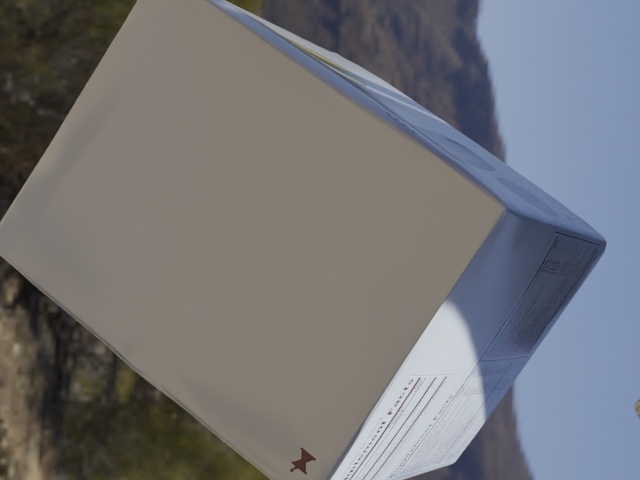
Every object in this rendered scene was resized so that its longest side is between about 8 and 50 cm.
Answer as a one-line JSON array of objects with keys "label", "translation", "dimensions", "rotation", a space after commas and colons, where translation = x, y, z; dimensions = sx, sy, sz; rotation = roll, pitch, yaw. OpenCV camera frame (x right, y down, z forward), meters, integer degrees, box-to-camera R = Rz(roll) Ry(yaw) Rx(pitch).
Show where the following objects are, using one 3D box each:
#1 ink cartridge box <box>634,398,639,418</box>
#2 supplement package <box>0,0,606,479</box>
[{"label": "ink cartridge box", "translation": [0.425, 0.024, 0.968], "dimensions": [0.071, 0.330, 0.324], "rotation": [61, -37, 12]}, {"label": "supplement package", "translation": [0.000, 0.000, 0.673], "dimensions": [0.149, 0.194, 0.203], "rotation": [-57, 160, 10]}]
